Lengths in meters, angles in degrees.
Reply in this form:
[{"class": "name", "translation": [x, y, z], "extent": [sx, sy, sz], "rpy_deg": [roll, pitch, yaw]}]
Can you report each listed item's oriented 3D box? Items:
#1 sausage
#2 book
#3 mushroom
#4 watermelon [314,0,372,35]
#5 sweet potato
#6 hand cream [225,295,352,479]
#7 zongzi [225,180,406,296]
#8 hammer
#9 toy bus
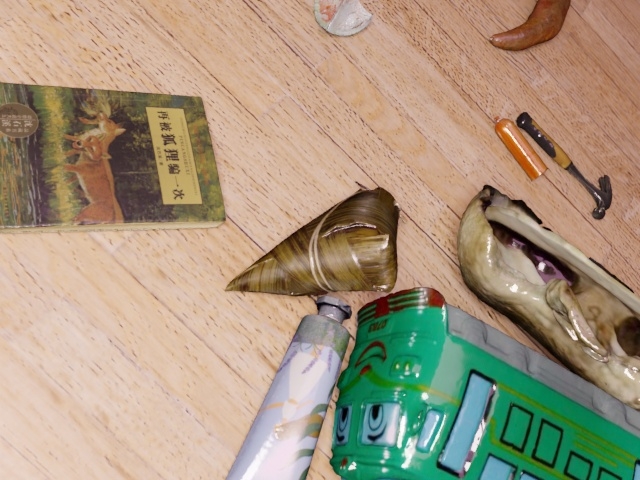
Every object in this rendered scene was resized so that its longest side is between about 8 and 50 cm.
[{"class": "sausage", "translation": [0.290, -0.139, 1.019], "extent": [0.031, 0.031, 0.107], "rpy_deg": [-36, 88, -35]}, {"class": "book", "translation": [-0.218, -0.085, 0.714], "extent": [0.228, 0.024, 0.160], "rpy_deg": [-2, 69, -29]}, {"class": "mushroom", "translation": [0.295, 0.086, 0.824], "extent": [0.344, 0.130, 0.247], "rpy_deg": [38, 25, 11]}, {"class": "watermelon", "translation": [0.036, -0.314, 0.930], "extent": [0.085, 0.061, 0.085], "rpy_deg": [7, 66, -16]}, {"class": "sweet potato", "translation": [0.366, -0.371, 1.146], "extent": [0.078, 0.058, 0.255], "rpy_deg": [37, 57, 9]}, {"class": "hand cream", "translation": [-0.027, 0.176, 0.701], "extent": [0.088, 0.055, 0.256], "rpy_deg": [29, 65, -11]}, {"class": "zongzi", "translation": [0.000, 0.000, 0.788], "extent": [0.187, 0.184, 0.084], "rpy_deg": [-69, 146, -65]}, {"class": "hammer", "translation": [0.376, -0.124, 1.066], "extent": [0.201, 0.021, 0.078], "rpy_deg": [43, 55, -8]}, {"class": "toy bus", "translation": [0.174, 0.215, 0.714], "extent": [0.343, 0.183, 0.200], "rpy_deg": [30, 64, -14]}]
